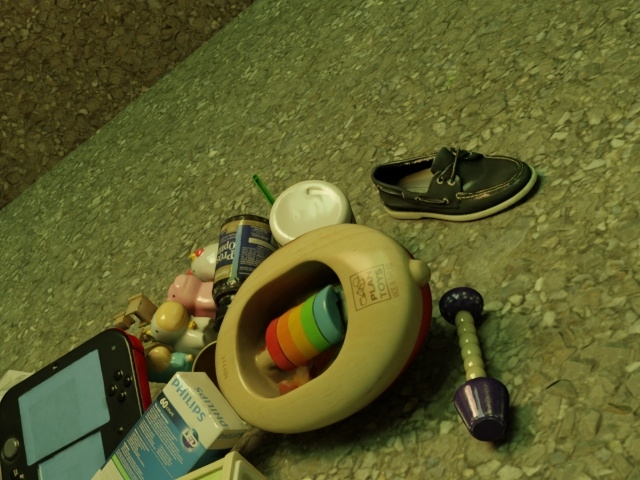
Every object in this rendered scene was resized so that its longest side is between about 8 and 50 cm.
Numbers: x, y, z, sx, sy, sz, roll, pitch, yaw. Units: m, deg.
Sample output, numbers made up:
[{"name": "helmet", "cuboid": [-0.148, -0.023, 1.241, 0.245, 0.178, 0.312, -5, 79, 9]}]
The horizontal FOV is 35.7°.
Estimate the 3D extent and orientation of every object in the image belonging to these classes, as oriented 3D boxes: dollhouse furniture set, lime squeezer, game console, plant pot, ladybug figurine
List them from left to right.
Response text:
[{"name": "game console", "cuboid": [-0.456, 0.375, 1.832, 0.387, 0.060, 0.341, -31, 55, 26]}, {"name": "dollhouse furniture set", "cuboid": [-0.384, 0.184, 2.060, 0.182, 0.161, 0.101, -23, 33, 28]}, {"name": "plant pot", "cuboid": [-0.155, 0.232, 1.775, 0.134, 0.134, 0.095, -38, 3, 6]}, {"name": "lime squeezer", "cuboid": [-0.033, -0.008, 1.978, 0.059, 0.109, 0.310, -25, 55, -23]}, {"name": "ladybug figurine", "cuboid": [0.015, 0.143, 1.571, 0.449, 0.162, 0.305, -29, 61, 39]}]

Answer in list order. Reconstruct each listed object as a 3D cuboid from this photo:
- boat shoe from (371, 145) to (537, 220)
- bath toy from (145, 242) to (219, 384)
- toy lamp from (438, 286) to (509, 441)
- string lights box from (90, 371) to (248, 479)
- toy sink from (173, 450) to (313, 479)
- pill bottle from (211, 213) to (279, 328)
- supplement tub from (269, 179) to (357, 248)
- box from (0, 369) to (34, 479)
[{"name": "boat shoe", "cuboid": [0.225, -0.116, 1.790, 0.340, 0.113, 0.127, 1, 49, 51]}, {"name": "bath toy", "cuboid": [-0.256, 0.134, 1.984, 0.129, 0.151, 0.348, -12, 37, 27]}, {"name": "toy lamp", "cuboid": [0.222, 0.176, 1.431, 0.080, 0.080, 0.274, -30, 29, 20]}, {"name": "string lights box", "cuboid": [-0.250, 0.351, 1.615, 0.259, 0.077, 0.133, -50, 61, 15]}, {"name": "toy sink", "cuboid": [-0.139, 0.418, 1.469, 0.234, 0.131, 0.152, -27, 32, 23]}, {"name": "pill bottle", "cuboid": [-0.147, 0.069, 1.946, 0.123, 0.123, 0.219, -20, 51, 34]}, {"name": "supplement tub", "cuboid": [0.000, 0.000, 1.777, 0.145, 0.199, 0.144, -7, 58, 10]}, {"name": "box", "cuboid": [-0.650, 0.418, 2.097, 0.231, 0.126, 0.262, -3, 45, 51]}]
